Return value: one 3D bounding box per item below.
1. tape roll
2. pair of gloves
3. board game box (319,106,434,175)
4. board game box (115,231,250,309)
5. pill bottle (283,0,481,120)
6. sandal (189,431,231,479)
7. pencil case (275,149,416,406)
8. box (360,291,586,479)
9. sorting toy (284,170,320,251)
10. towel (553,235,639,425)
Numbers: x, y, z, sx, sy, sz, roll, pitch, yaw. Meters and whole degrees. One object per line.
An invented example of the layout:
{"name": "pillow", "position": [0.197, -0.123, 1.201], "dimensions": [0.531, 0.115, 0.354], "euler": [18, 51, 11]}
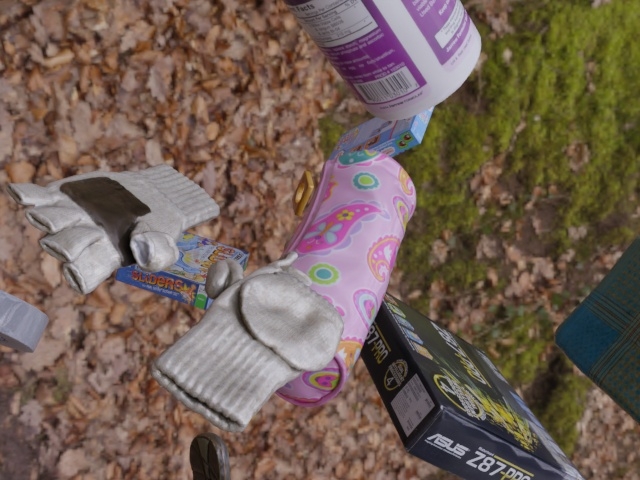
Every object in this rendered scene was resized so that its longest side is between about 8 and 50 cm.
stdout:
{"name": "tape roll", "position": [-0.647, 0.143, 1.437], "dimensions": [0.219, 0.219, 0.072], "euler": [60, 45, -57]}
{"name": "pair of gloves", "position": [-0.091, 0.020, 0.557], "dimensions": [0.042, 0.240, 0.204], "euler": [-56, 166, 26]}
{"name": "board game box", "position": [0.110, -0.196, 1.420], "dimensions": [0.039, 0.211, 0.160], "euler": [53, 36, -22]}
{"name": "board game box", "position": [-0.196, 0.037, 1.090], "dimensions": [0.201, 0.136, 0.035], "euler": [-56, 163, -74]}
{"name": "pill bottle", "position": [0.046, -0.298, 0.855], "dimensions": [0.301, 0.169, 0.169], "euler": [47, 37, -33]}
{"name": "sandal", "position": [-0.155, 0.362, 1.089], "dimensions": [0.060, 0.090, 0.219], "euler": [-27, 131, -46]}
{"name": "pencil case", "position": [0.010, 0.027, 0.751], "dimensions": [0.284, 0.124, 0.124], "euler": [-62, 147, -42]}
{"name": "box", "position": [0.218, 0.253, 1.225], "dimensions": [0.318, 0.097, 0.395], "euler": [34, 12, -23]}
{"name": "sorting toy", "position": [0.000, 0.000, 1.168], "dimensions": [0.348, 0.047, 0.196], "euler": [-94, -153, -48]}
{"name": "towel", "position": [0.579, 0.165, 1.255], "dimensions": [0.040, 0.271, 0.370], "euler": [34, 10, -25]}
